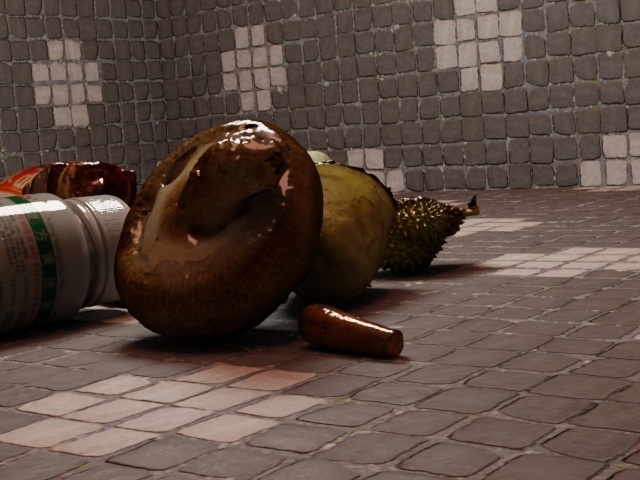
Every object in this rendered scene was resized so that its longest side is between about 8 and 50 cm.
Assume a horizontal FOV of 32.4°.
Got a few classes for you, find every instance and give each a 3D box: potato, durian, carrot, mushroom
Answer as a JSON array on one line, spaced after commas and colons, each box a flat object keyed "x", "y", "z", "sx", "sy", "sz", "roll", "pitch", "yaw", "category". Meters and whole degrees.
[{"x": 0.000, "y": 0.000, "z": 1.730, "sx": 0.229, "sy": 0.229, "sz": 0.266, "roll": -3, "pitch": 18, "yaw": 14, "category": "potato"}, {"x": 0.168, "y": -0.011, "z": 1.977, "sx": 0.237, "sy": 0.138, "sz": 0.193, "roll": -4, "pitch": 1, "yaw": 16, "category": "durian"}, {"x": 0.035, "y": 0.114, "z": 1.356, "sx": 0.055, "sy": 0.055, "sz": 0.161, "roll": -10, "pitch": 15, "yaw": -40, "category": "carrot"}, {"x": -0.140, "y": -0.010, "z": 1.538, "sx": 0.345, "sy": 0.239, "sz": 0.345, "roll": -32, "pitch": 15, "yaw": 10, "category": "mushroom"}]

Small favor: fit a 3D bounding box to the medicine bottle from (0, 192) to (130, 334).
[{"x": -0.460, "y": 0.033, "z": 1.712, "sx": 0.340, "sy": 0.208, "sz": 0.208, "roll": -11, "pitch": 9, "yaw": -41, "category": "medicine bottle"}]

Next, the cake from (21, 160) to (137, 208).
[{"x": -0.450, "y": -0.036, "z": 2.100, "sx": 0.196, "sy": 0.198, "sz": 0.293, "roll": 5, "pitch": -13, "yaw": -27, "category": "cake"}]

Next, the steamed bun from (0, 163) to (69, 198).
[{"x": -0.584, "y": -0.047, "z": 2.438, "sx": 0.374, "sy": 0.241, "sz": 0.374, "roll": -2, "pitch": 9, "yaw": 0, "category": "steamed bun"}]

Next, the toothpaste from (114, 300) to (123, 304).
[{"x": -0.324, "y": 0.087, "z": 1.894, "sx": 0.266, "sy": 0.061, "sz": 0.096, "roll": 11, "pitch": 14, "yaw": 43, "category": "toothpaste"}]

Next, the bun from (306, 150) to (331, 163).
[{"x": -0.135, "y": -0.087, "z": 2.478, "sx": 0.349, "sy": 0.227, "sz": 0.352, "roll": -5, "pitch": 9, "yaw": 0, "category": "bun"}]
